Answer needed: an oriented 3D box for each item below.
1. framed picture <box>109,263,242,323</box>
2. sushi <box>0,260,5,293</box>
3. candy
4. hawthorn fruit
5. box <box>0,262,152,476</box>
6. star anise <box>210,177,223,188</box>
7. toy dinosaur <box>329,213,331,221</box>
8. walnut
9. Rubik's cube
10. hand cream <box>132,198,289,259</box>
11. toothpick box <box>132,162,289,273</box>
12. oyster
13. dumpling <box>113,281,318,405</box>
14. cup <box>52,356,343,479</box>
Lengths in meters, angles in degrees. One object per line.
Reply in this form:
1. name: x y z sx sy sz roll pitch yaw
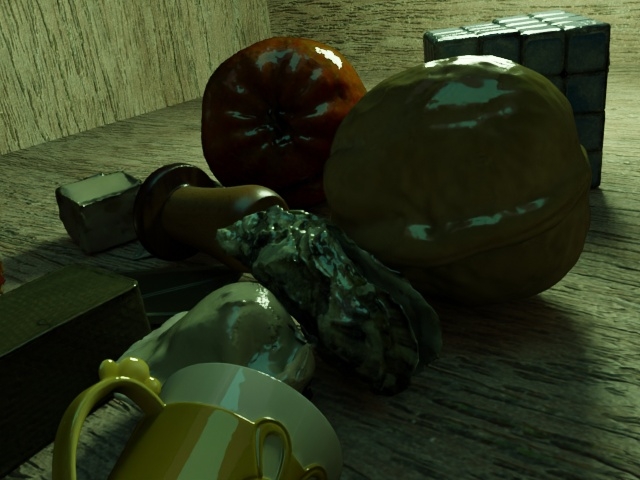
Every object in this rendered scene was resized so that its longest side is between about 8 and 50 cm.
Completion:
1. framed picture: -0.295 0.092 1.017 0.289 0.020 0.211 -5 20 10
2. sushi: -0.596 0.113 0.918 0.181 0.197 0.343 1 23 -28
3. candy: -0.488 -0.071 1.329 0.184 0.137 0.195 -24 29 -32
4. hawthorn fruit: -0.065 -0.264 1.356 0.402 0.403 0.403 -7 23 3
5. box: -0.379 0.155 0.769 0.184 0.143 0.273 9 28 37
6. star anise: -0.328 -0.110 1.454 0.171 0.063 0.208 15 33 40
7. toy dinosaur: 0.000 0.000 1.088 0.288 0.071 0.117 -10 34 7
8. walnut: 0.192 -0.077 0.834 0.380 0.382 0.381 -7 23 3
9. Rubik's cube: 0.416 -0.313 1.306 0.336 0.345 0.344 -4 23 8
10. hand cream: -0.230 -0.025 1.242 0.335 0.076 0.121 -13 24 6
11. toothpick box: -0.205 -0.039 1.062 0.294 0.192 0.192 13 31 36
12. oyster: 0.000 0.063 0.747 0.351 0.162 0.158 33 18 28
13. dumpling: -0.119 0.152 0.688 0.204 0.163 0.293 -44 28 -22
14. cup: -0.113 0.212 0.449 0.185 0.241 0.226 -30 18 32
